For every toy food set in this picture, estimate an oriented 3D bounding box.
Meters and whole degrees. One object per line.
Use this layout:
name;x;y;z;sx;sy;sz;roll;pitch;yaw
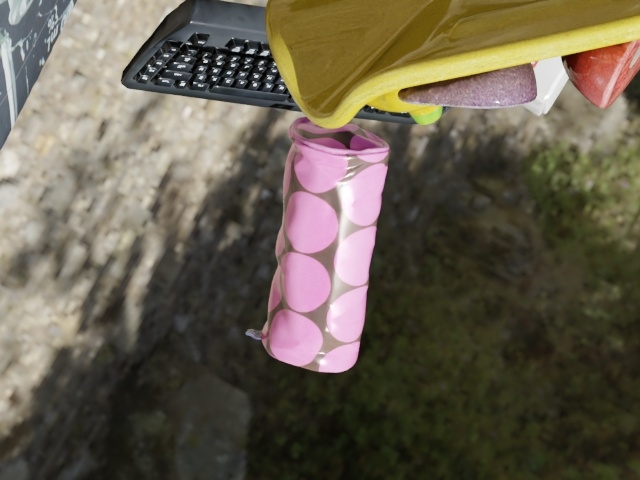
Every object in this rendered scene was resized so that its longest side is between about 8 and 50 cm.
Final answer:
toy food set;0.094;-0.072;0.477;0.128;0.218;0.071;-77;151;-51

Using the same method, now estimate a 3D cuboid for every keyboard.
keyboard;0.005;-0.082;0.744;0.192;0.038;0.100;2;150;-33

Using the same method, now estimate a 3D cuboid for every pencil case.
pencil case;0.000;0.000;1.208;0.098;0.095;0.209;-90;-170;-62

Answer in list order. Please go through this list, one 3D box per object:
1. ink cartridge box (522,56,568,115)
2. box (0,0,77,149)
ink cartridge box;0.102;-0.199;1.002;0.148;0.203;0.086;-60;173;2
box;-0.300;-0.397;1.036;0.471;0.297;0.480;98;9;-55
